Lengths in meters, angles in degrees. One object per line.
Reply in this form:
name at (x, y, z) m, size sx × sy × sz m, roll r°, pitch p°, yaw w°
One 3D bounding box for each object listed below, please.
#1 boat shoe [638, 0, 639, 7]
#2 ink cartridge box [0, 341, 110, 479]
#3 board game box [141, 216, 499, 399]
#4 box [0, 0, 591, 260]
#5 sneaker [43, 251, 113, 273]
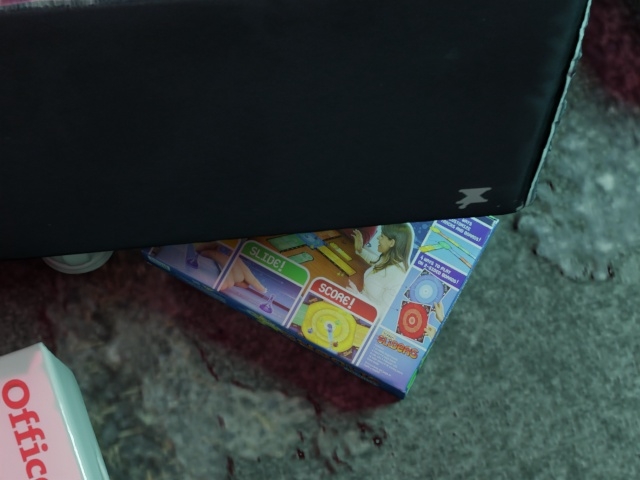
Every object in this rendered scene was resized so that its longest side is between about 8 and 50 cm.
boat shoe at (0.237, -0.226, 1.262) m, size 0.103 × 0.092 × 0.285 m, roll -22°, pitch 78°, yaw -5°
ink cartridge box at (-0.263, 0.205, 1.143) m, size 0.278 × 0.117 × 0.201 m, roll -19°, pitch 78°, yaw -5°
board game box at (0.000, 0.000, 1.236) m, size 0.201 × 0.035 × 0.136 m, roll 29°, pitch 78°, yaw 6°
box at (-0.125, -0.260, 1.108) m, size 0.480 × 0.297 × 0.472 m, roll -6°, pitch 65°, yaw -6°
sneaker at (-0.176, -0.089, 1.226) m, size 0.080 × 0.094 × 0.212 m, roll -13°, pitch 77°, yaw -2°
